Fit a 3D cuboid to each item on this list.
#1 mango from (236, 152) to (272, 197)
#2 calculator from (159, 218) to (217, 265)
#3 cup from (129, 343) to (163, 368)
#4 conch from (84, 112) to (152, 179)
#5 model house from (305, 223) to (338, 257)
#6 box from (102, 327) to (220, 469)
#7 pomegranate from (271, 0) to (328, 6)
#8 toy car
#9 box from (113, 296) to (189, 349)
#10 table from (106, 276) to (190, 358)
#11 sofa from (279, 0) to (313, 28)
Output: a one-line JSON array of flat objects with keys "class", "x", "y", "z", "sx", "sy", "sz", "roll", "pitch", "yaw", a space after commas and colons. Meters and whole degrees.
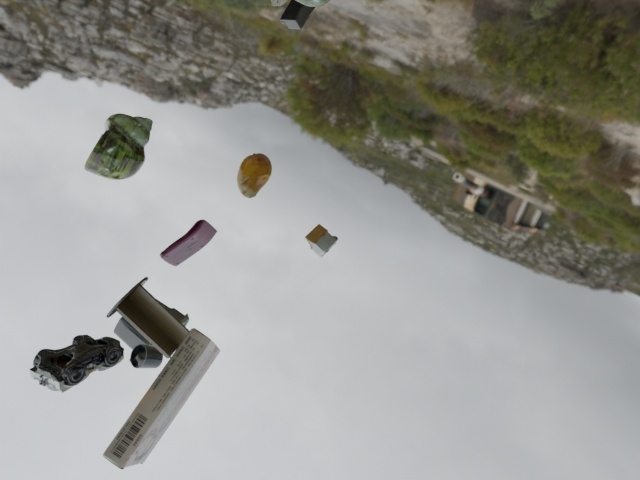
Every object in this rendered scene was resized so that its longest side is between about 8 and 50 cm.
[{"class": "mango", "x": -0.242, "y": -0.236, "z": 2.052, "sx": 0.115, "sy": 0.165, "sz": 0.089, "roll": 40, "pitch": 170, "yaw": -9}, {"class": "calculator", "x": -0.429, "y": 0.013, "z": 1.889, "sx": 0.034, "sy": 0.190, "sz": 0.126, "roll": 48, "pitch": 177, "yaw": 20}, {"class": "cup", "x": -0.580, "y": 0.387, "z": 1.899, "sx": 0.077, "sy": 0.100, "sz": 0.078, "roll": 27, "pitch": -130, "yaw": -54}, {"class": "conch", "x": -0.508, "y": -0.242, "z": 1.472, "sx": 0.124, "sy": 0.182, "sz": 0.187, "roll": 18, "pitch": 180, "yaw": -10}, {"class": "model house", "x": 0.000, "y": 0.000, "z": 2.217, "sx": 0.100, "sy": 0.088, "sz": 0.101, "roll": 42, "pitch": 163, "yaw": 5}, {"class": "box", "x": -0.388, "y": 0.399, "z": 1.460, "sx": 0.069, "sy": 0.353, "sz": 0.214, "roll": 33, "pitch": 164, "yaw": 7}, {"class": "pomegranate", "x": -0.056, "y": -0.776, "z": 1.700, "sx": 0.202, "sy": 0.247, "sz": 0.202, "roll": 44, "pitch": -147, "yaw": -39}, {"class": "toy car", "x": -0.815, "y": 0.414, "z": 1.967, "sx": 0.193, "sy": 0.118, "sz": 0.301, "roll": 9, "pitch": -166, "yaw": 28}, {"class": "box", "x": -0.662, "y": 0.335, "z": 2.266, "sx": 0.178, "sy": 0.138, "sz": 0.274, "roll": 37, "pitch": -157, "yaw": 4}, {"class": "table", "x": -0.512, "y": 0.249, "z": 1.764, "sx": 0.226, "sy": 0.167, "sz": 0.167, "roll": 45, "pitch": -167, "yaw": -5}, {"class": "sofa", "x": -0.077, "y": -0.853, "z": 2.135, "sx": 0.085, "sy": 0.147, "sz": 0.060, "roll": 18, "pitch": 164, "yaw": 34}]
